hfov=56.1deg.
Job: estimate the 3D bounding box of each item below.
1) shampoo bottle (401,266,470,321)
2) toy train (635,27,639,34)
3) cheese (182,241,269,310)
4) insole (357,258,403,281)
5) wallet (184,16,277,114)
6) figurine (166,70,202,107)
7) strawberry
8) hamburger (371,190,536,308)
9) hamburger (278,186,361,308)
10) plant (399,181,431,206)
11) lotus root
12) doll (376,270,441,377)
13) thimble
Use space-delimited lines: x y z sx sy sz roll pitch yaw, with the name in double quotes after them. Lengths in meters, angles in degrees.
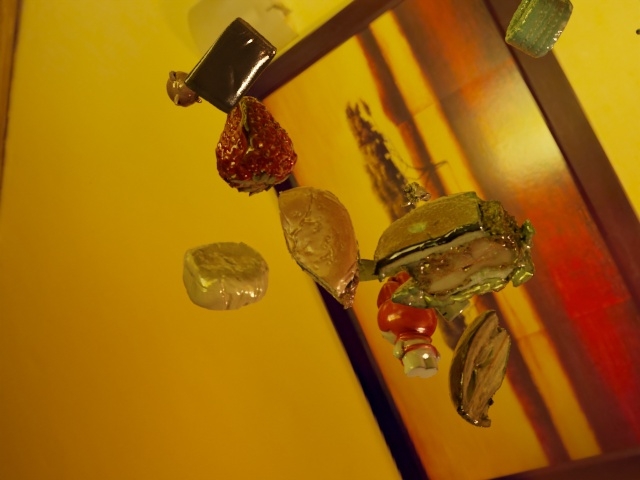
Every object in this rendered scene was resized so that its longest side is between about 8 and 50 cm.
0.304 0.104 1.692 0.262 0.085 0.085 50 -150 11 "shampoo bottle"
0.791 -0.501 1.438 0.092 0.045 0.029 -90 8 -76 "toy train"
-0.241 0.082 1.545 0.214 0.117 0.226 -6 -143 -24 "cheese"
0.200 0.102 2.099 0.005 0.254 0.086 77 -168 -66 "insole"
-0.252 -0.493 1.704 0.169 0.245 0.052 33 -165 -39 "wallet"
-0.470 -0.523 2.076 0.125 0.125 0.138 61 -160 0 "figurine"
-0.244 -0.362 2.238 0.296 0.317 0.344 -3 -105 -14 "strawberry"
0.251 0.011 1.116 0.167 0.288 0.192 59 -153 -21 "hamburger"
0.000 0.000 1.448 0.245 0.282 0.155 -63 -19 -7 "hamburger"
0.368 -0.166 2.353 0.116 0.122 0.104 39 176 -30 "plant"
0.438 0.363 1.737 0.210 0.142 0.314 45 -119 -24 "lotus root"
0.215 0.196 1.487 0.161 0.129 0.290 9 -133 -25 "doll"
0.711 -0.718 1.949 0.143 0.198 0.235 26 -110 -4 "thimble"
